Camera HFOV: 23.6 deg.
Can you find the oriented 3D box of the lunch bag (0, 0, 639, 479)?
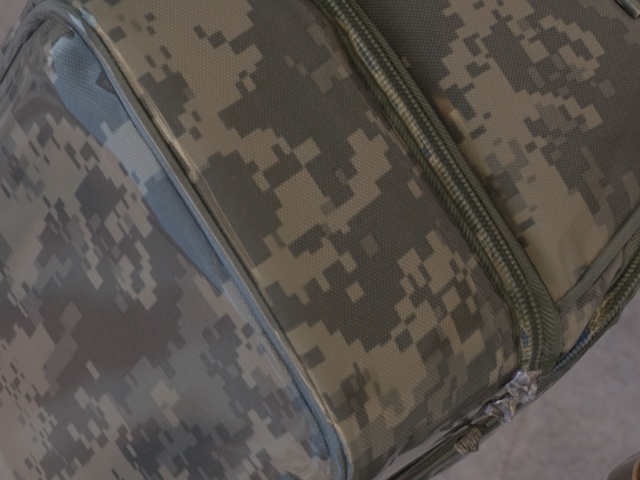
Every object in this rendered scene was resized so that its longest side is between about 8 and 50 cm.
[{"bbox_3d":[0.000,0.000,0.629,0.212,0.256,0.305,54,145,8],"label":"lunch bag"}]

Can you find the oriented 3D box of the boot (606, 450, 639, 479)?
[{"bbox_3d":[0.300,0.137,1.073,0.115,0.305,0.112,-32,91,29],"label":"boot"}]
